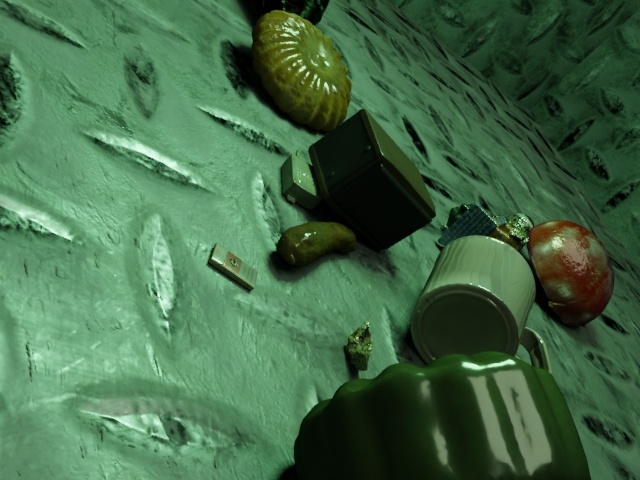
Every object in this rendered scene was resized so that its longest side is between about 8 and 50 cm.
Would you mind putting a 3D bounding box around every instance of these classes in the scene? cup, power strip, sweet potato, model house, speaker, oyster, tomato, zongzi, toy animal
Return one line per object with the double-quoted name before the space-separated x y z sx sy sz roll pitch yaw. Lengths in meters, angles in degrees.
"cup" 0.317 0.158 1.423 0.288 0.208 0.273 68 26 -9
"power strip" -0.041 -0.134 1.469 0.075 0.042 0.175 29 31 -27
"sweet potato" 0.000 0.000 1.320 0.075 0.075 0.273 52 23 12
"model house" 0.391 -0.022 1.811 0.172 0.166 0.183 35 17 -13
"speaker" 0.111 -0.122 1.502 0.231 0.153 0.192 41 23 -40
"oyster" 0.065 0.171 1.177 0.038 0.080 0.083 18 -3 -5
"tomato" 0.740 0.090 2.067 0.290 0.176 0.334 -25 90 -58
"zongzi" -0.095 -0.640 1.970 0.319 0.362 0.383 27 -6 -27
"toy animal" 0.592 -0.040 2.184 0.137 0.098 0.098 11 43 -39

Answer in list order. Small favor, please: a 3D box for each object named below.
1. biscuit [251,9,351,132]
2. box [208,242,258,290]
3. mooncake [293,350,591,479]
"biscuit" -0.033 -0.419 1.743 0.326 0.107 0.325 35 41 -38
"box" -0.136 0.041 1.125 0.083 0.012 0.046 38 29 -19
"mooncake" 0.147 0.266 0.891 0.351 0.351 0.187 22 47 -39
